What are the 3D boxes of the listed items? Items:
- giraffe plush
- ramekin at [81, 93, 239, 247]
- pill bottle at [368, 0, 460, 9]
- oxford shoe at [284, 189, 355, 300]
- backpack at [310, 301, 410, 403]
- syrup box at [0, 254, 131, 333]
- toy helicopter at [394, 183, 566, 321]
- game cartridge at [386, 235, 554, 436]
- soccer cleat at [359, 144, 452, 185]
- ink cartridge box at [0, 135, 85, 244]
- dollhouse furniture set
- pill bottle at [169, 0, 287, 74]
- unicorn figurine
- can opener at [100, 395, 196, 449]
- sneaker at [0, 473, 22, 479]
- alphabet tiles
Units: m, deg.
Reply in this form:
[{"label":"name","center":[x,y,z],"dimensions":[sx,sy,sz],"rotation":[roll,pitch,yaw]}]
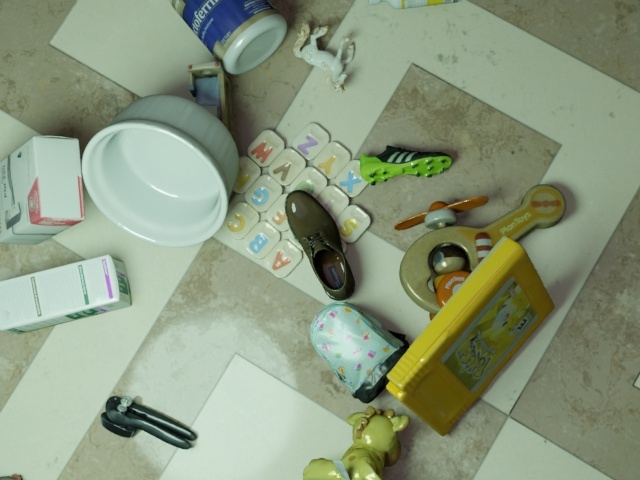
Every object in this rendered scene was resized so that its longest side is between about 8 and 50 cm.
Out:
[{"label":"giraffe plush","center":[0.081,0.387,1.680],"dimensions":[0.181,0.210,0.170],"rotation":[18,49,18]},{"label":"ramekin","center":[-0.283,-0.134,1.723],"dimensions":[0.277,0.277,0.135],"rotation":[14,43,6]},{"label":"pill bottle","center":[0.183,-0.507,1.828],"dimensions":[0.184,0.103,0.103],"rotation":[-6,81,3]},{"label":"oxford shoe","center":[0.000,0.000,1.747],"dimensions":[0.082,0.096,0.227],"rotation":[-30,79,1]},{"label":"backpack","center":[0.067,0.191,1.723],"dimensions":[0.152,0.115,0.182],"rotation":[-45,78,-1]},{"label":"syrup box","center":[-0.490,0.104,1.786],"dimensions":[0.236,0.093,0.096],"rotation":[-13,80,2]},{"label":"toy helicopter","center":[0.299,-0.005,1.750],"dimensions":[0.355,0.140,0.235],"rotation":[-33,71,-12]},{"label":"game cartridge","center":[0.267,0.178,1.630],"dimensions":[0.052,0.285,0.324],"rotation":[37,85,34]},{"label":"soccer cleat","center":[0.162,-0.154,1.799],"dimensions":[0.178,0.060,0.072],"rotation":[-8,54,-4]},{"label":"ink cartridge box","center":[-0.533,-0.090,1.758],"dimensions":[0.092,0.217,0.159],"rotation":[0,77,-38]},{"label":"dollhouse furniture set","center":[-0.269,-0.255,1.809],"dimensions":[0.183,0.129,0.130],"rotation":[-5,81,3]},{"label":"pill bottle","center":[-0.200,-0.466,1.826],"dimensions":[0.153,0.153,0.265],"rotation":[-39,80,-3]},{"label":"unicorn figurine","center":[0.017,-0.357,1.846],"dimensions":[0.161,0.060,0.111],"rotation":[27,84,24]},{"label":"can opener","center":[-0.322,0.343,1.764],"dimensions":[0.186,0.073,0.059],"rotation":[17,44,4]},{"label":"sneaker","center":[-0.593,0.467,1.766],"dimensions":[0.157,0.061,0.065],"rotation":[25,57,7]},{"label":"alphabet tiles","center":[-0.046,-0.080,1.820],"dimensions":[0.284,0.021,0.278],"rotation":[42,86,8]}]
